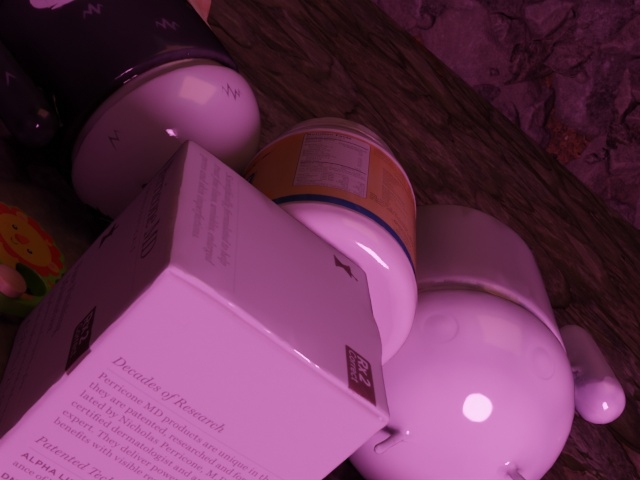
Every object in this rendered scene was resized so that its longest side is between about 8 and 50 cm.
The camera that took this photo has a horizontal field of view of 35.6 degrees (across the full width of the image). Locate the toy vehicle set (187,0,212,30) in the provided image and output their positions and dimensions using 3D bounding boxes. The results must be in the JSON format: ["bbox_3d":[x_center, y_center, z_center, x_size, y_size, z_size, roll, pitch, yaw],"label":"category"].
[{"bbox_3d":[-0.241,-0.291,1.033,0.166,0.035,0.267,-17,68,-36],"label":"toy vehicle set"}]

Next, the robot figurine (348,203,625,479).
[{"bbox_3d":[0.110,0.097,0.876,0.300,0.199,0.353,6,25,2],"label":"robot figurine"}]

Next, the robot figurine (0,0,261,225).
[{"bbox_3d":[-0.169,-0.133,0.837,0.278,0.209,0.173,53,-15,22],"label":"robot figurine"}]

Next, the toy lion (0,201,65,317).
[{"bbox_3d":[-0.209,0.012,0.681,0.100,0.034,0.096,55,15,26],"label":"toy lion"}]

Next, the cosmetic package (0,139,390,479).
[{"bbox_3d":[-0.079,0.074,0.583,0.151,0.183,0.151,37,21,-22],"label":"cosmetic package"}]

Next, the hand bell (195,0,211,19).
[{"bbox_3d":[-0.254,-0.285,1.097,0.242,0.126,0.126,8,40,-38],"label":"hand bell"}]

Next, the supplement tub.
[{"bbox_3d":[0.000,0.000,0.750,0.144,0.144,0.199,39,24,-15],"label":"supplement tub"}]
